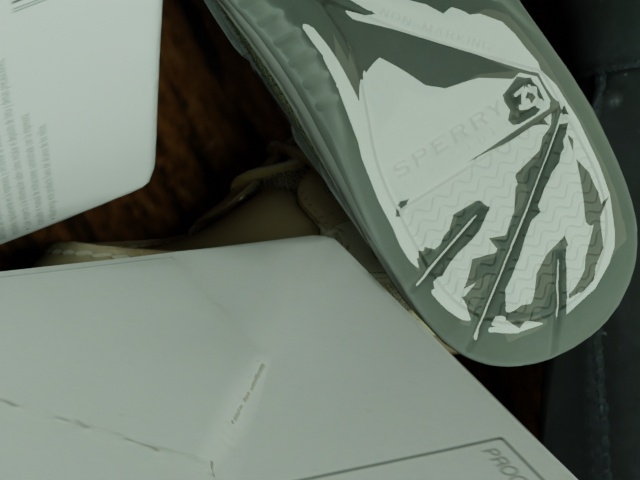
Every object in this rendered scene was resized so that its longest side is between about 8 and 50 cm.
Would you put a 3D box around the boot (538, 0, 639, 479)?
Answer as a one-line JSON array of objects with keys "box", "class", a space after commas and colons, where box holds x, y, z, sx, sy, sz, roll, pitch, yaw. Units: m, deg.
[{"box": [0.217, 0.032, 0.810, 0.367, 0.146, 0.445, 2, 84, -45], "class": "boot"}]

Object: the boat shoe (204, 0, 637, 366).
[{"box": [0.007, -0.106, 0.617, 0.118, 0.103, 0.320, -31, 100, -9], "class": "boat shoe"}]

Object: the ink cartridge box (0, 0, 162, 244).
[{"box": [-0.160, -0.037, 0.465, 0.239, 0.275, 0.060, -22, 77, -12], "class": "ink cartridge box"}]

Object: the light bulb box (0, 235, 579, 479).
[{"box": [-0.038, 0.246, 0.505, 0.225, 0.358, 0.361, -6, 124, -32], "class": "light bulb box"}]

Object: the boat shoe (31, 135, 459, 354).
[{"box": [0.000, 0.000, 0.720, 0.302, 0.109, 0.098, -1, 97, -48], "class": "boat shoe"}]
